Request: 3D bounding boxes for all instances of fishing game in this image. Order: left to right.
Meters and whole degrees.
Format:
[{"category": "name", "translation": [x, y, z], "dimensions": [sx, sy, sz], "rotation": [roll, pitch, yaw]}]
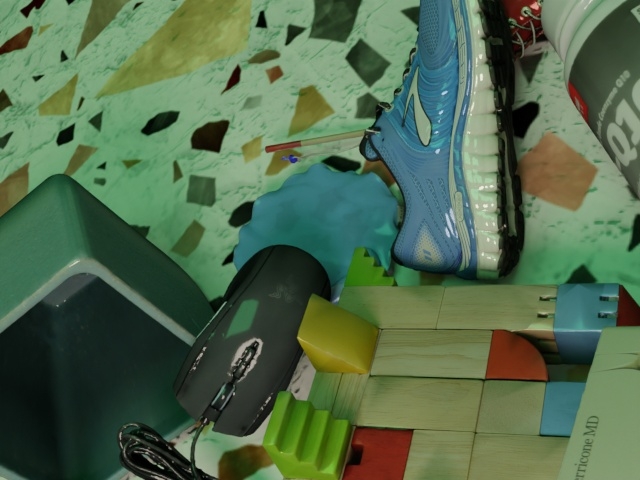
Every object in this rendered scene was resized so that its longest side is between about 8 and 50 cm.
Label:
[{"category": "fishing game", "translation": [0.000, 0.000, 1.017], "dimensions": [0.189, 0.041, 0.264], "rotation": [-9, 57, 21]}]

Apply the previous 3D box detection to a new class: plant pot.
[{"category": "plant pot", "translation": [-0.267, 0.076, 1.020], "dimensions": [0.248, 0.247, 0.252], "rotation": [-37, 41, 10]}]

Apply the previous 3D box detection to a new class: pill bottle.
[{"category": "pill bottle", "translation": [0.304, -0.123, 0.812], "dimensions": [0.161, 0.161, 0.283], "rotation": [-32, 52, 13]}]

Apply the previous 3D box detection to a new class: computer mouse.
[{"category": "computer mouse", "translation": [-0.048, 0.144, 0.899], "dimensions": [0.184, 0.060, 0.262], "rotation": [37, 83, -3]}]

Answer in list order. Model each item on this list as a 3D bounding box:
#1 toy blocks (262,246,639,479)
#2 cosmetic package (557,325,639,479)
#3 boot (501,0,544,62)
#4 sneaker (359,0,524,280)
[{"category": "toy blocks", "translation": [0.117, 0.173, 0.756], "dimensions": [0.261, 0.190, 0.381], "rotation": [-2, 47, 24]}, {"category": "cosmetic package", "translation": [0.308, 0.138, 0.551], "dimensions": [0.309, 0.113, 0.160], "rotation": [-3, 37, 32]}, {"category": "boot", "translation": [0.208, -0.207, 0.970], "dimensions": [0.244, 0.088, 0.176], "rotation": [-8, 62, 37]}, {"category": "sneaker", "translation": [0.100, -0.126, 0.904], "dimensions": [0.147, 0.130, 0.330], "rotation": [-3, 85, 22]}]
